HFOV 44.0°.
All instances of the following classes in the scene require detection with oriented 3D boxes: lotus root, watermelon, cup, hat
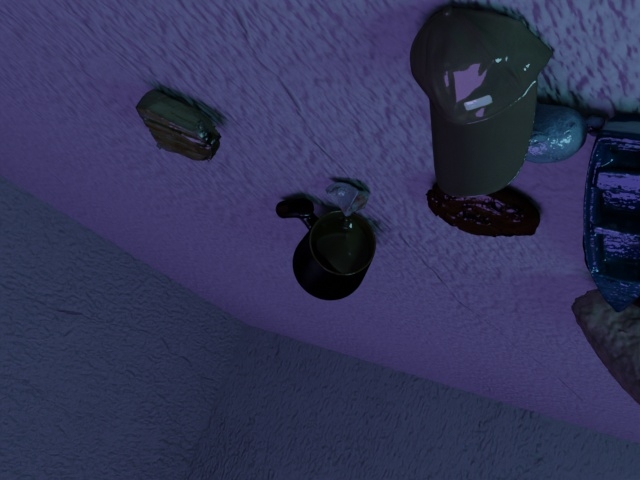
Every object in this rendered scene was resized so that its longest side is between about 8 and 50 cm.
[{"bbox_3d":[-0.241,-0.205,1.422,0.144,0.070,0.143,24,160,10],"label":"lotus root"},{"bbox_3d":[0.047,-0.075,1.480,0.085,0.061,0.085,11,163,3],"label":"watermelon"},{"bbox_3d":[-0.002,0.017,1.688,0.239,0.166,0.177,21,162,-2],"label":"cup"},{"bbox_3d":[0.151,-0.148,0.871,0.166,0.174,0.144,5,164,45],"label":"hat"}]

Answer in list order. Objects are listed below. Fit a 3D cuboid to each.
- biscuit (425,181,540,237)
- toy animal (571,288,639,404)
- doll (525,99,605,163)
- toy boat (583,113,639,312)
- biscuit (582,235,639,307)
[{"bbox_3d":[0.264,-0.047,1.298,0.192,0.049,0.192,20,170,4],"label":"biscuit"},{"bbox_3d":[0.617,0.215,1.385,0.226,0.188,0.358,23,-156,-48],"label":"toy animal"},{"bbox_3d":[0.250,-0.138,0.975,0.120,0.075,0.179,-17,-163,-23],"label":"doll"},{"bbox_3d":[0.380,-0.024,0.981,0.096,0.062,0.299,11,139,27],"label":"toy boat"},{"bbox_3d":[0.579,0.056,1.134,0.407,0.091,0.407,20,165,6],"label":"biscuit"}]
